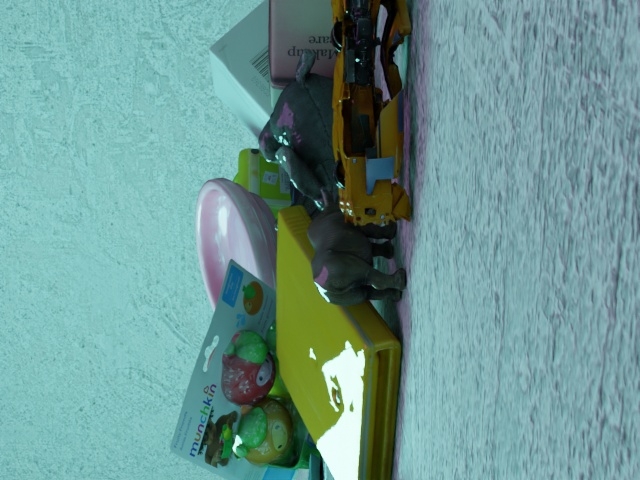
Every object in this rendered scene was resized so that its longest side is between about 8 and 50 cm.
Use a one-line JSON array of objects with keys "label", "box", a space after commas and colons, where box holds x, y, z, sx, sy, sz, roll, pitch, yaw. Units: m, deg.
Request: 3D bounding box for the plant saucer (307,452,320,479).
[{"label": "plant saucer", "box": [-0.012, 0.416, 2.067, 0.192, 0.018, 0.067, 93, 176, -61]}]

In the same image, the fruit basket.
[{"label": "fruit basket", "box": [-0.092, 0.246, 2.062, 0.353, 0.166, 0.327, 46, -124, -55]}]

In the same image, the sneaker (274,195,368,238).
[{"label": "sneaker", "box": [0.000, 0.000, 1.845, 0.087, 0.130, 0.227, 43, -153, -32]}]

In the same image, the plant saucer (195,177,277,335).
[{"label": "plant saucer", "box": [-0.139, 0.042, 2.305, 0.332, 0.084, 0.332, 44, 141, 51]}]

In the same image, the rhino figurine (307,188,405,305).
[{"label": "rhino figurine", "box": [0.037, 0.000, 1.514, 0.243, 0.106, 0.073, -96, 8, -58]}]

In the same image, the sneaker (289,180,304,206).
[{"label": "sneaker", "box": [-0.015, 0.009, 2.231, 0.139, 0.125, 0.340, -105, 14, -70]}]

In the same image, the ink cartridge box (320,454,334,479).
[{"label": "ink cartridge box", "box": [0.031, 0.385, 2.010, 0.165, 0.065, 0.332, -95, 7, -62]}]

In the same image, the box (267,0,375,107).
[{"label": "box", "box": [0.000, -0.316, 1.763, 0.126, 0.149, 0.232, -96, 6, -50]}]

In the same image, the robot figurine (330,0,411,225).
[{"label": "robot figurine", "box": [0.055, -0.163, 1.407, 0.211, 0.085, 0.290, -146, 55, -85]}]

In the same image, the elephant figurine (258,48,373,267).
[{"label": "elephant figurine", "box": [0.021, -0.100, 1.695, 0.169, 0.186, 0.239, -42, 48, 27]}]

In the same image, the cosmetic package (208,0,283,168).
[{"label": "cosmetic package", "box": [-0.078, -0.277, 2.268, 0.217, 0.156, 0.385, 48, 176, -1]}]

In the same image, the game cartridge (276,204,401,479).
[{"label": "game cartridge", "box": [0.014, 0.152, 1.628, 0.323, 0.053, 0.285, -122, 28, -51]}]

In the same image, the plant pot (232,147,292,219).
[{"label": "plant pot", "box": [-0.077, -0.057, 2.534, 0.207, 0.227, 0.228, 104, 168, -47]}]
